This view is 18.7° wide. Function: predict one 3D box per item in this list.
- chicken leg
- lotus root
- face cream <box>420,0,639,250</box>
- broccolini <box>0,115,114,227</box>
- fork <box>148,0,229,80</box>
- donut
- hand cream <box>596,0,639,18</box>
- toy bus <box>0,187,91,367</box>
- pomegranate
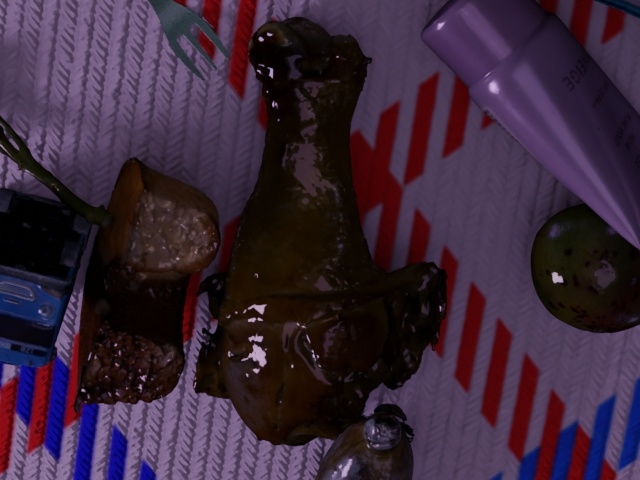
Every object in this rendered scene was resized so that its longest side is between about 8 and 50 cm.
[{"bbox_3d":[0.009,0.012,1.622,0.211,0.140,0.361,14,109,3],"label":"chicken leg"},{"bbox_3d":[0.042,0.202,1.694,0.088,0.088,0.165,17,129,-6],"label":"lotus root"},{"bbox_3d":[0.206,-0.103,1.602,0.274,0.154,0.096,45,123,-7],"label":"face cream"},{"bbox_3d":[-0.244,-0.073,1.620,0.194,0.052,0.054,38,78,9],"label":"broccolini"},{"bbox_3d":[-0.163,-0.231,1.610,0.039,0.021,0.235,-41,102,6],"label":"fork"},{"bbox_3d":[-0.143,0.025,1.625,0.085,0.141,0.217,11,123,-15],"label":"donut"},{"bbox_3d":[0.243,-0.228,1.578,0.270,0.120,0.061,20,133,-3],"label":"hand cream"},{"bbox_3d":[-0.244,0.031,1.599,0.090,0.185,0.106,16,108,-5],"label":"toy bus"},{"bbox_3d":[0.240,0.016,1.638,0.130,0.130,0.130,0,106,-1],"label":"pomegranate"}]
